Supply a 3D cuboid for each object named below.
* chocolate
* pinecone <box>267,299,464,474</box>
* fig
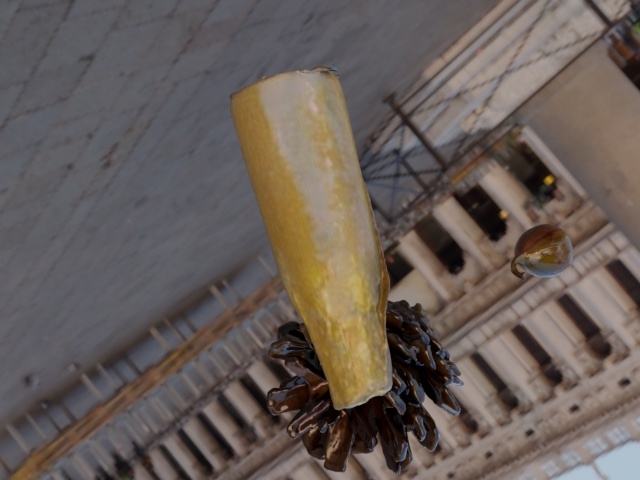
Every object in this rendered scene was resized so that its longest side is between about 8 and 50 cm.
[{"bbox_3d":[0.000,0.000,0.609,0.086,0.219,0.085,-13,171,-2],"label":"chocolate"},{"bbox_3d":[0.045,0.153,1.024,0.202,0.229,0.201,-19,-139,41],"label":"pinecone"},{"bbox_3d":[0.189,0.014,0.814,0.083,0.050,0.050,-25,166,-47],"label":"fig"}]
